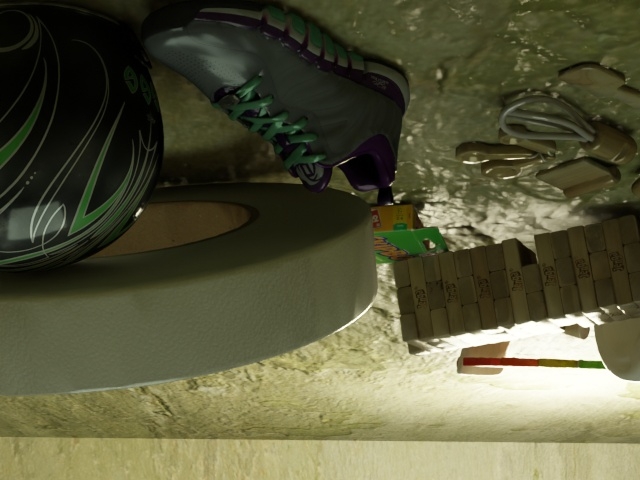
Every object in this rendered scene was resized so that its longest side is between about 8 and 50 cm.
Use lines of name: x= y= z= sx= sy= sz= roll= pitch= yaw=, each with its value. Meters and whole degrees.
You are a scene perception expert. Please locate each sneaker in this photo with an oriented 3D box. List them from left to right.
sneaker: x=-0.021 y=-0.089 z=0.805 sx=0.223 sy=0.098 sz=0.083 roll=13 pitch=160 yaw=-40

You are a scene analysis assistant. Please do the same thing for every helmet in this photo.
helmet: x=-0.188 y=-0.060 z=0.794 sx=0.169 sy=0.162 sz=0.169 roll=0 pitch=164 yaw=0

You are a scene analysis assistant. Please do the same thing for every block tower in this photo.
block tower: x=0.235 y=0.044 z=1.224 sx=0.335 sy=0.091 sz=0.097 roll=-13 pitch=162 yaw=21

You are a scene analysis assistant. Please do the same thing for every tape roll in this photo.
tape roll: x=-0.147 y=0.023 z=0.945 sx=0.392 sy=0.072 sz=0.392 roll=-6 pitch=-167 yaw=1

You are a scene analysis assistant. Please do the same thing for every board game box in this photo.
board game box: x=0.000 y=0.000 z=1.241 sx=0.259 sy=0.039 sz=0.124 roll=-1 pitch=165 yaw=13

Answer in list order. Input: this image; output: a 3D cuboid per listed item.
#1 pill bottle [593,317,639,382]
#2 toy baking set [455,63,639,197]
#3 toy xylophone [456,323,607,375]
pill bottle: x=0.458 y=0.088 z=1.332 sx=0.272 sy=0.152 sz=0.152 roll=5 pitch=164 yaw=-15
toy baking set: x=0.222 y=-0.075 z=0.977 sx=0.196 sy=0.030 sz=0.256 roll=4 pitch=164 yaw=-11
toy xylophone: x=0.317 y=0.143 z=1.580 sx=0.236 sy=0.081 sz=0.322 roll=7 pitch=173 yaw=-42
